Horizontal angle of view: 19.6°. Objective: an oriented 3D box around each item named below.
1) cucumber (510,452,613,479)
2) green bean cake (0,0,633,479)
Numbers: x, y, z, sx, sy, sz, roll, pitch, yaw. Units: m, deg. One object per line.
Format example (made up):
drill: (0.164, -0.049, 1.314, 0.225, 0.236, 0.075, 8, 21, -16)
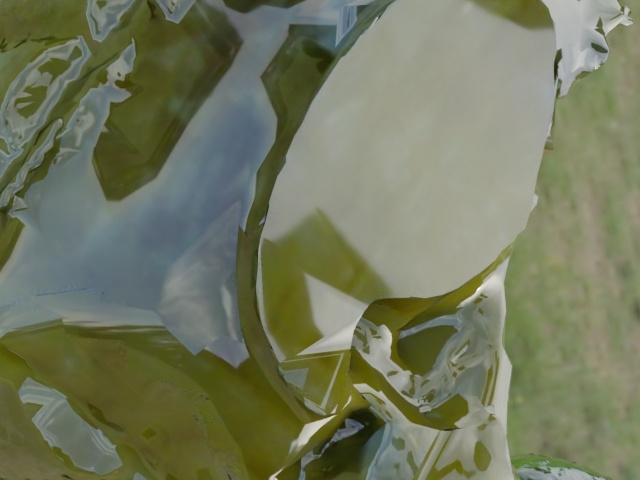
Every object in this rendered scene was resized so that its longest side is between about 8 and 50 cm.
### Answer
cucumber: (0.146, 0.147, 0.859, 0.250, 0.056, 0.056, 35, 48, -40)
green bean cake: (0.000, 0.000, 0.670, 0.285, 0.202, 0.310, 42, 68, -21)
